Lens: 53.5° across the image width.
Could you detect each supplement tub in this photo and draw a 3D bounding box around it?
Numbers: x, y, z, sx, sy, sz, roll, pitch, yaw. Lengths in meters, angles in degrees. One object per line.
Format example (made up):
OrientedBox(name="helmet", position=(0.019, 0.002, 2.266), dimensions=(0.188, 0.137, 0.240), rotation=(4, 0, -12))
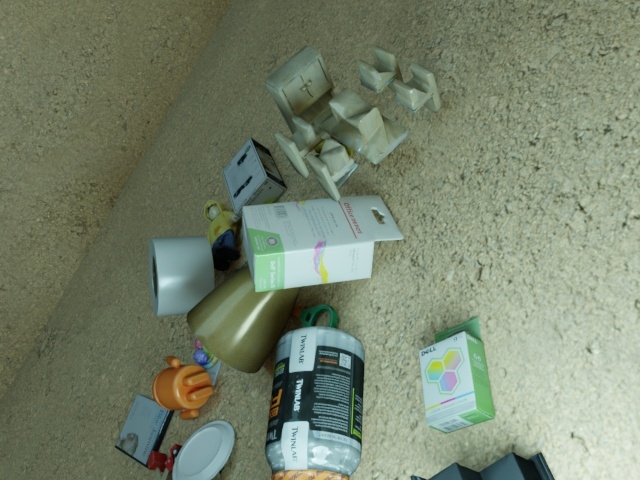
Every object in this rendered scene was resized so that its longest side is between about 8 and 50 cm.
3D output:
OrientedBox(name="supplement tub", position=(-0.009, 0.353, 1.299), dimensions=(0.194, 0.194, 0.316), rotation=(-28, 44, 38))

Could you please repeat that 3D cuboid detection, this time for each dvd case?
OrientedBox(name="dvd case", position=(-0.549, 0.585, 1.969), dimensions=(0.253, 0.022, 0.180), rotation=(-2, 62, 51))

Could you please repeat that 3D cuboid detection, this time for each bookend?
OrientedBox(name="bookend", position=(0.252, 0.377, 0.976), dimensions=(0.156, 0.157, 0.072), rotation=(-43, 37, 23))

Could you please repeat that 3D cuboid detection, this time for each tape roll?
OrientedBox(name="tape roll", position=(-0.434, 0.108, 1.974), dimensions=(0.246, 0.169, 0.246), rotation=(176, 90, -69))

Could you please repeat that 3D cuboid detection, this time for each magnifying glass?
OrientedBox(name="magnifying glass", position=(-0.033, 0.193, 1.608), dimensions=(0.231, 0.026, 0.092), rotation=(14, 80, 58))

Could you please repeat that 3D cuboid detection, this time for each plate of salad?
OrientedBox(name="plate of salad", position=(-0.297, 0.556, 1.637), dimensions=(0.200, 0.048, 0.200), rotation=(-27, 30, 17))

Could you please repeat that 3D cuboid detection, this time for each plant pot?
OrientedBox(name="plant pot", position=(-0.171, 0.163, 1.622), dimensions=(0.254, 0.237, 0.237), rotation=(-51, 34, 9))

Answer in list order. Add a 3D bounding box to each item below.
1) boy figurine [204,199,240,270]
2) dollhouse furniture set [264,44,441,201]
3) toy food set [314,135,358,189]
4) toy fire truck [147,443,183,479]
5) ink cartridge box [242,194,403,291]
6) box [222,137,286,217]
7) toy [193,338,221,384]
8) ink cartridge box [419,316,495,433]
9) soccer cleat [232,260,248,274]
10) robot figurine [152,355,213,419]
OrientedBox(name="boy figurine", position=(-0.328, -0.037, 2.118), dimensions=(0.177, 0.092, 0.285), rotation=(-43, 39, 26))
OrientedBox(name="dollhouse furniture set", position=(0.063, -0.306, 1.679), dimensions=(0.362, 0.256, 0.394), rotation=(-43, 53, -9))
OrientedBox(name="toy food set", position=(0.025, -0.244, 1.839), dimensions=(0.128, 0.071, 0.218), rotation=(-45, 36, 19))
OrientedBox(name="toy fire truck", position=(-0.409, 0.631, 1.729), dimensions=(0.135, 0.047, 0.192), rotation=(-48, 36, 16))
OrientedBox(name="ink cartridge box", position=(0.000, 0.000, 1.536), dimensions=(0.207, 0.354, 0.119), rotation=(-111, 19, -51))
OrientedBox(name="box", position=(-0.226, -0.201, 2.116), dimensions=(0.169, 0.087, 0.290), rotation=(-48, 34, 15))
OrientedBox(name="toy", position=(-0.334, 0.302, 1.886), dimensions=(0.137, 0.056, 0.237), rotation=(-10, 57, 50))
OrientedBox(name="ink cartridge box", position=(0.247, 0.238, 1.178), dimensions=(0.109, 0.062, 0.209), rotation=(-32, 41, 35))
OrientedBox(name="soccer cleat", position=(-0.159, 0.062, 1.845), dimensions=(0.121, 0.093, 0.289), rotation=(29, 83, 26))
OrientedBox(name="robot figurine", position=(-0.396, 0.417, 1.809), dimensions=(0.219, 0.158, 0.128), rotation=(-18, 35, 45))
